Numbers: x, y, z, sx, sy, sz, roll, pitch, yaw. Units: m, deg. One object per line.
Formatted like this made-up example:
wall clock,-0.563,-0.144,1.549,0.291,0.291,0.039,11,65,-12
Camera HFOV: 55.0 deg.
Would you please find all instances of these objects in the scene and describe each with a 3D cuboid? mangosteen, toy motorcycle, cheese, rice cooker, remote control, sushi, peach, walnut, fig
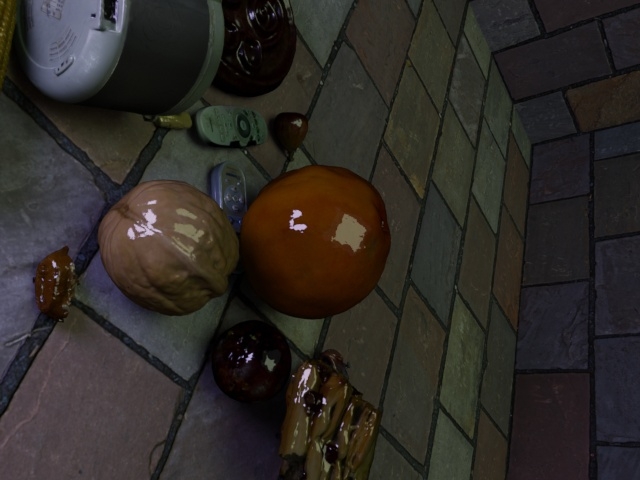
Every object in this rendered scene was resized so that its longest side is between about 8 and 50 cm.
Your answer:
mangosteen,-0.131,0.250,1.223,0.172,0.172,0.184,-63,151,-43
toy motorcycle,0.035,0.350,1.506,0.212,0.084,0.118,63,35,-36
cheese,-0.294,-0.244,1.224,0.083,0.030,0.044,-7,93,-51
rice cooker,-0.318,-0.350,1.000,0.277,0.288,0.289,-7,87,-55
remote control,-0.195,-0.249,1.362,0.256,0.045,0.097,-13,93,-59
sushi,-0.407,0.067,0.957,0.060,0.061,0.118,13,91,-63
peach,0.000,0.000,1.309,0.343,0.301,0.343,-6,90,-78
walnut,-0.254,0.016,1.058,0.261,0.224,0.225,55,39,-51
fig,-0.073,-0.255,1.521,0.089,0.088,0.125,-22,118,-56
remote control,-0.194,-0.048,1.306,0.087,0.047,0.244,13,70,-57

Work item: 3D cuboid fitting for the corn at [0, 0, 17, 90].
corn,-0.499,-0.258,0.842,0.131,0.131,0.345,26,59,-50

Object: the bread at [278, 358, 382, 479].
bread,0.016,0.434,1.245,0.314,0.191,0.370,76,22,-80

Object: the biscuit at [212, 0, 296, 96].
biscuit,-0.193,-0.530,1.402,0.407,0.091,0.408,19,66,-53
